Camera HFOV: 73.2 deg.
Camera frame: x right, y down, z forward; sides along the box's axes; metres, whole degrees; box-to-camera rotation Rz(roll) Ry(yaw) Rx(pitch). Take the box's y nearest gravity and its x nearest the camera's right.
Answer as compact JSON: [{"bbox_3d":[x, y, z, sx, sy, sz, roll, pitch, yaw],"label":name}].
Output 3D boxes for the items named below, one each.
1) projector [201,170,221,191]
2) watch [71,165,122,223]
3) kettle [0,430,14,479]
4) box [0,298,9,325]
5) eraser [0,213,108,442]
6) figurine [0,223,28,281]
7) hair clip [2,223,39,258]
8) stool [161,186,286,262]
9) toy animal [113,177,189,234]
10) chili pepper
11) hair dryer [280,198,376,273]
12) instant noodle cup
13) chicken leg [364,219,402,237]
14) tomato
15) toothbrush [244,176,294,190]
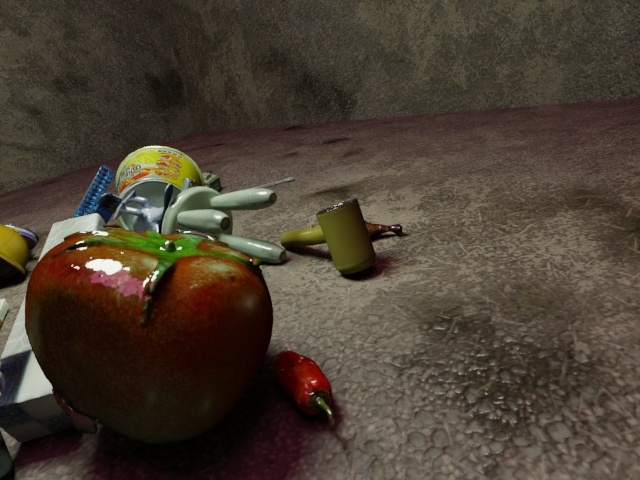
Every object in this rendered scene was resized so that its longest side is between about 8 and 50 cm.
[{"bbox_3d":[-0.508,-0.179,1.580,0.193,0.088,0.269,1,26,19],"label":"projector"},{"bbox_3d":[-0.634,-0.051,1.150,0.275,0.068,0.276,-57,35,5],"label":"watch"},{"bbox_3d":[-0.560,0.271,0.495,0.307,0.262,0.203,14,68,38],"label":"kettle"},{"bbox_3d":[-0.793,0.195,0.905,0.220,0.032,0.122,-18,26,-19],"label":"box"},{"bbox_3d":[-0.425,0.112,0.718,0.098,0.096,0.404,-14,41,-7],"label":"eraser"},{"bbox_3d":[-0.897,0.052,1.102,0.256,0.167,0.192,-27,15,-33],"label":"figurine"},{"bbox_3d":[-0.879,-0.005,1.246,0.116,0.172,0.049,-7,60,-16],"label":"hair clip"},{"bbox_3d":[-0.211,-0.015,0.941,0.198,0.195,0.195,9,30,36],"label":"stool"},{"bbox_3d":[-0.378,-0.037,0.989,0.255,0.176,0.239,-27,33,35],"label":"toy animal"},{"bbox_3d":[-0.024,0.187,0.577,0.059,0.050,0.191,-37,23,-16],"label":"chili pepper"},{"bbox_3d":[0.000,0.000,0.944,0.090,0.135,0.278,-27,11,-34],"label":"hair dryer"},{"bbox_3d":[-0.465,-0.121,1.240,0.264,0.265,0.200,-14,31,-8],"label":"instant noodle cup"},{"bbox_3d":[0.085,-0.032,1.038,0.219,0.048,0.089,8,32,37],"label":"chicken leg"},{"bbox_3d":[-0.214,0.114,0.563,0.303,0.239,0.303,11,9,-2],"label":"tomato"},{"bbox_3d":[-0.189,-0.206,1.599,0.194,0.014,0.017,-17,24,-15],"label":"toothbrush"}]
